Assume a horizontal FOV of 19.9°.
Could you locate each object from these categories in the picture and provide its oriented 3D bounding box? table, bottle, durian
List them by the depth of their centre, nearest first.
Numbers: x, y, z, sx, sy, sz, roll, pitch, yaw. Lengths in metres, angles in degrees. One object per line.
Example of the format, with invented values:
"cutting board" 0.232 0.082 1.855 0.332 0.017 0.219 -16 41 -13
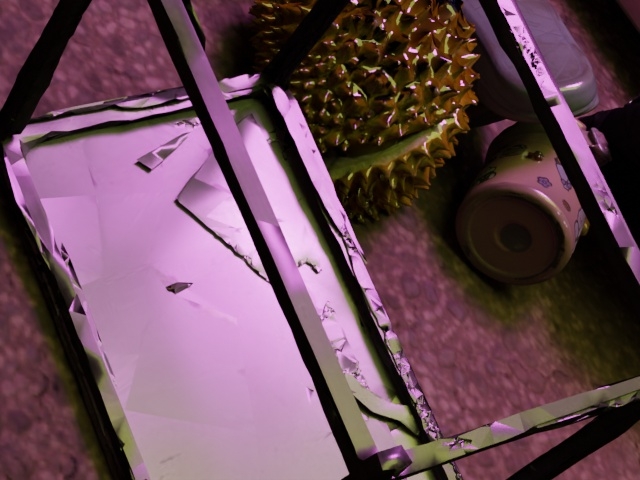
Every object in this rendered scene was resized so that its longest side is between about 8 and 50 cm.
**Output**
"table" 0.000 0.000 1.014 0.222 0.272 0.335 -14 70 -32
"durian" 0.042 -0.140 1.307 0.193 0.138 0.237 20 47 -34
"bottle" 0.166 -0.043 1.386 0.099 0.099 0.152 45 39 -8

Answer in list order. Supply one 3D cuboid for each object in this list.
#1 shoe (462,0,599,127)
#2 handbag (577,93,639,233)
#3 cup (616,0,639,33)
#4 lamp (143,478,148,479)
"shoe" 0.135 -0.135 1.413 0.103 0.100 0.251 1 27 -18
"handbag" 0.328 -0.012 1.430 0.275 0.244 0.088 41 77 -10
"cup" 0.342 -0.295 1.651 0.274 0.253 0.253 48 38 7
"lamp" -0.225 0.155 0.859 0.325 0.090 0.089 14 51 -39
